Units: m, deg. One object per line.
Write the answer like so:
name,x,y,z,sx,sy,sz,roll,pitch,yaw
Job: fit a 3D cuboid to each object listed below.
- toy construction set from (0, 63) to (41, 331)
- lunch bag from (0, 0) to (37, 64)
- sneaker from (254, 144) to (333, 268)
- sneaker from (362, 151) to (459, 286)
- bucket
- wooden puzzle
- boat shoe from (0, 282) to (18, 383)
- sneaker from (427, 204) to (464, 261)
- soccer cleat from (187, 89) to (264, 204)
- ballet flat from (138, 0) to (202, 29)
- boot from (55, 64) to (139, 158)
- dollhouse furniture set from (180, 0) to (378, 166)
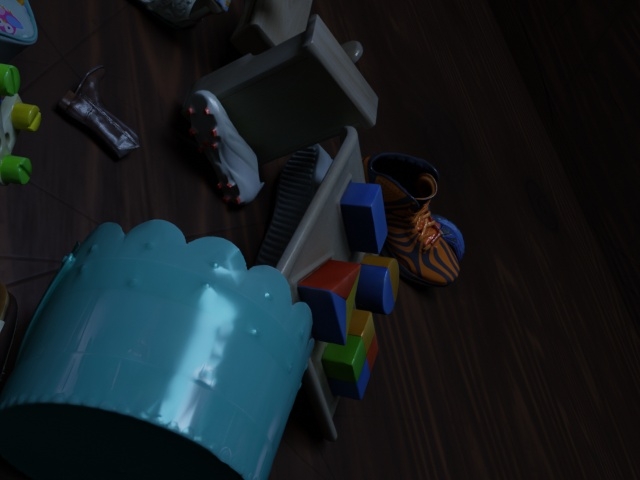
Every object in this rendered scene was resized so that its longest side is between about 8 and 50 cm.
toy construction set,-0.350,-0.050,0.504,0.151,0.215,0.327,-2,54,-14
lunch bag,-0.459,-0.327,0.660,0.224,0.108,0.279,-1,68,-68
sneaker,0.000,0.000,0.941,0.150,0.135,0.366,38,45,-29
sneaker,0.184,-0.037,1.115,0.321,0.180,0.124,43,62,-11
bucket,-0.154,0.139,0.556,0.281,0.281,0.183,39,41,-23
wooden puzzle,0.045,0.061,0.825,0.322,0.080,0.348,74,27,-43
boat shoe,-0.331,0.137,0.525,0.073,0.073,0.207,75,19,-48
sneaker,0.227,-0.023,1.273,0.221,0.083,0.087,41,52,-11
soccer cleat,-0.143,-0.145,0.890,0.076,0.068,0.196,-47,134,-36
ballet flat,-0.338,-0.535,0.952,0.409,0.147,0.147,42,39,-20
boot,-0.295,-0.179,0.816,0.114,0.037,0.106,38,53,-19
dollhouse furniture set,-0.047,-0.347,0.975,0.362,0.256,0.394,43,44,-41
